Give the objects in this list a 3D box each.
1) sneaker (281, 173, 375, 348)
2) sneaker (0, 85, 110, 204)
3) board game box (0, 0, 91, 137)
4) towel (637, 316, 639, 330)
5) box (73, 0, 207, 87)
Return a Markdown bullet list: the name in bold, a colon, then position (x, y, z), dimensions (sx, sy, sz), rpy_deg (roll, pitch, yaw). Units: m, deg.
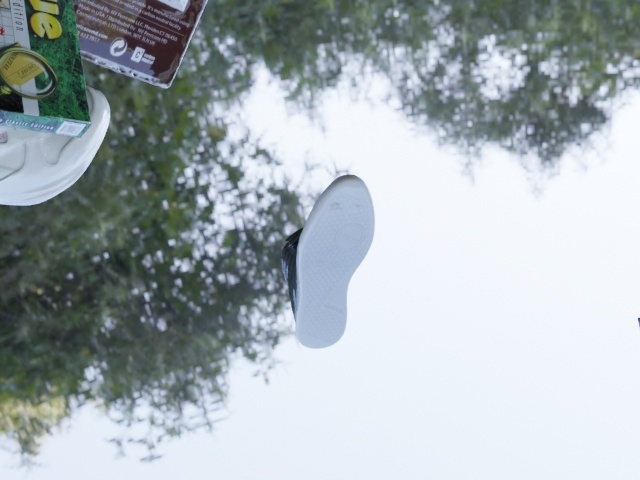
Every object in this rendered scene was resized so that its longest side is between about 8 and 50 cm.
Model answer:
- **sneaker**: position (0.000, 0.000, 1.638), dimensions (0.104, 0.296, 0.147), rpy_deg (-2, -140, -15)
- **sneaker**: position (-0.332, -0.099, 1.109), dimensions (0.305, 0.152, 0.114), rpy_deg (-28, -123, -33)
- **board game box**: position (-0.279, -0.212, 1.001), dimensions (0.136, 0.030, 0.260), rpy_deg (7, -121, -38)
- **towel**: position (0.517, 0.180, 1.303), dimensions (0.040, 0.243, 0.336), rpy_deg (-10, 177, -35)
- **box**: position (-0.244, -0.288, 1.242), dimensions (0.203, 0.167, 0.168), rpy_deg (31, -170, 39)
